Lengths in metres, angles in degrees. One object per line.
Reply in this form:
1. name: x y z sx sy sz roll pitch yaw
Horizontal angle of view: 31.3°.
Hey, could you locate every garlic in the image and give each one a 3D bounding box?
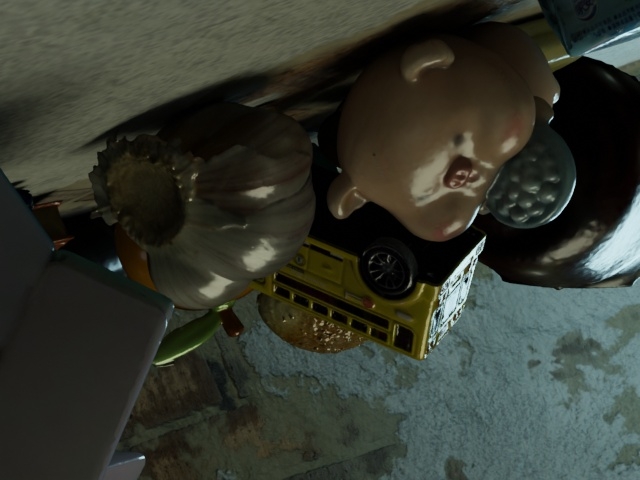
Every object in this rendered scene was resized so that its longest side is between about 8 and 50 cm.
1. garlic: -0.129 -0.058 1.077 0.207 0.207 0.257 -21 -146 -25

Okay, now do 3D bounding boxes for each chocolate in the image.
1. chocolate: 0.324 -0.088 1.612 0.384 0.383 0.331 -21 180 21

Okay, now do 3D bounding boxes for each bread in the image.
1. bread: 0.051 0.039 1.530 0.305 0.159 0.305 -40 168 -10
2. bread: 0.214 -0.210 1.328 0.178 0.060 0.139 -20 178 -31

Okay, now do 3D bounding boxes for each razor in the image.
1. razor: -0.396 0.053 1.497 0.204 0.113 0.349 -19 -179 33

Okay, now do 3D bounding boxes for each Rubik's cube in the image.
1. Rubik's cube: -0.306 0.134 0.810 0.387 0.358 0.368 -42 -156 62

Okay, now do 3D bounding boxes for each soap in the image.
1. soap: 0.350 -0.258 1.077 0.156 0.077 0.293 -20 179 -41

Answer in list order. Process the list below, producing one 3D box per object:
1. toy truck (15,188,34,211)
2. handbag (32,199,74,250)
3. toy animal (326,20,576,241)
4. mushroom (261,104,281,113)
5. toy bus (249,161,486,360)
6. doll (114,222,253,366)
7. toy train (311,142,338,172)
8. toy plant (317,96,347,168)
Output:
1. toy truck: -0.308 -0.020 1.074 0.074 0.063 0.136 -1 171 -13
2. handbag: -0.373 0.010 1.221 0.190 0.062 0.127 -17 176 -39
3. toy animal: 0.135 -0.125 1.143 0.221 0.230 0.210 -87 -163 -52
4. mushroom: -0.078 -0.123 1.212 0.049 0.019 0.101 -19 180 -44
5. toy bus: 0.000 0.000 1.254 0.331 0.151 0.145 22 -143 22
6. doll: -0.143 0.022 1.419 0.213 0.236 0.213 -14 178 -1
7. toy train: -0.043 -0.058 1.676 0.107 0.154 0.198 -25 -177 -38
8. toy plant: 0.082 -0.132 1.355 0.143 0.105 0.200 15 -157 31
